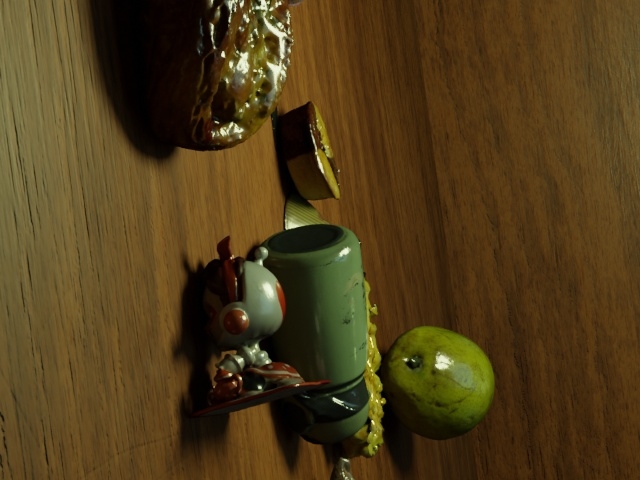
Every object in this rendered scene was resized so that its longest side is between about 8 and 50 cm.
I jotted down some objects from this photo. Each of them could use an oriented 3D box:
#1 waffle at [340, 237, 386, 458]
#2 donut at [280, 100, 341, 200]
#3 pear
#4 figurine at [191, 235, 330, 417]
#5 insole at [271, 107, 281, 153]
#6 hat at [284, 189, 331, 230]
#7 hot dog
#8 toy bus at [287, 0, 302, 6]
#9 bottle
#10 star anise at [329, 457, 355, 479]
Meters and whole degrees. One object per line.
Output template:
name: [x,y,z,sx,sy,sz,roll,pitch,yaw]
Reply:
waffle: [0.062,0.212,2.338,0.382,0.095,0.379,-75,155,-62]
donut: [-0.018,-0.155,2.220,0.166,0.073,0.184,-42,117,-76]
pear: [0.256,0.310,2.742,0.307,0.253,0.253,48,37,-54]
figurine: [-0.104,0.109,1.676,0.183,0.160,0.226,19,55,-74]
insole: [-0.081,-0.220,2.181,0.045,0.002,0.135,5,78,-75]
hat: [0.000,0.000,2.225,0.193,0.082,0.193,-7,90,-75]
hot dog: [-0.148,-0.313,1.627,0.267,0.174,0.387,18,66,-72]
toy bus: [-0.074,-0.546,2.110,0.127,0.147,0.302,67,21,-62]
bottle: [-0.002,0.157,1.983,0.168,0.168,0.347,-59,144,-68]
star anise: [0.055,0.543,2.106,0.292,0.109,0.349,-90,164,-45]
